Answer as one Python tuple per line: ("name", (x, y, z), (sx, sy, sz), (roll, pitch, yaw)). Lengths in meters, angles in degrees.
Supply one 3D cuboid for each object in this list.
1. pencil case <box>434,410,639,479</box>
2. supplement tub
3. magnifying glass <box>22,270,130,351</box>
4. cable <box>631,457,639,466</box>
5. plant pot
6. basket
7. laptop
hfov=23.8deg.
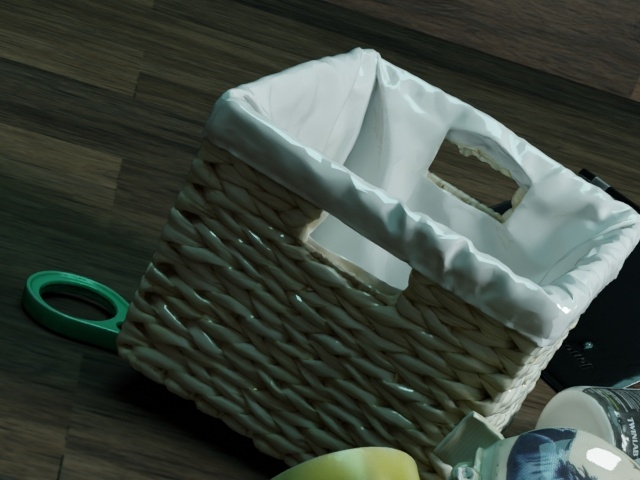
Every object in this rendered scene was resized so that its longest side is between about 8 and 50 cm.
("pencil case", (0.138, 0.279, 0.878), (0.183, 0.160, 0.410), (30, 26, -11))
("supplement tub", (0.298, 0.194, 1.389), (0.190, 0.117, 0.117), (7, 23, -33))
("magnifying glass", (-0.166, 0.087, 1.363), (0.231, 0.026, 0.092), (28, 22, 16))
("cable", (0.342, 0.261, 1.087), (0.257, 0.089, 0.257), (-3, 36, 3))
("plant pot", (0.020, 0.221, 1.071), (0.134, 0.134, 0.095), (6, 49, -34))
("basket", (0.056, 0.034, 1.313), (0.328, 0.266, 0.331), (33, 22, 13))
("laptop", (0.377, 0.104, 1.843), (0.408, 0.236, 0.382), (41, 4, -40))
